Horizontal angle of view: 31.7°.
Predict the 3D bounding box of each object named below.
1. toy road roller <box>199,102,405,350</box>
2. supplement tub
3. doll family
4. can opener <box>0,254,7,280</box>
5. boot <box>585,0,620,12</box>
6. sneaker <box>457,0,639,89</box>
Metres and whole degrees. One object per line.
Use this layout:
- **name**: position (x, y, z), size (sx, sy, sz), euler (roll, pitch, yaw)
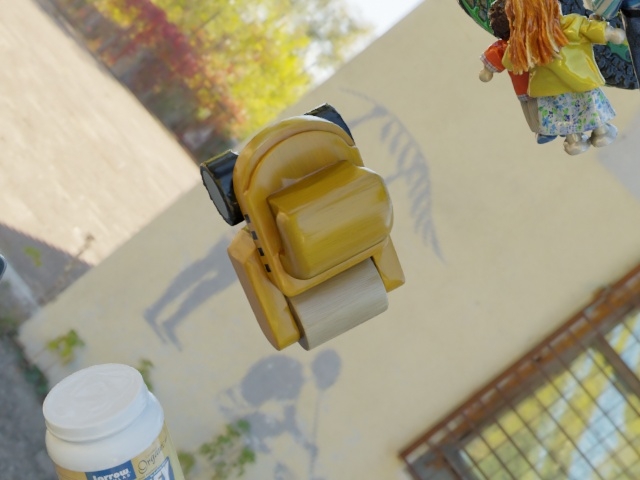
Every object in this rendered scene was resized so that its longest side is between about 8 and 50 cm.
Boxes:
- **toy road roller**: position (0.000, 0.000, 1.452), size (0.240, 0.202, 0.330), euler (37, -29, 62)
- **supplement tub**: position (-0.250, 0.266, 1.374), size (0.144, 0.144, 0.200), euler (-126, -160, -58)
- **doll family**: position (0.247, -0.172, 0.933), size (0.163, 0.263, 0.118), euler (63, 24, -20)
- **can opener**: position (-0.446, 0.142, 1.348), size (0.074, 0.280, 0.093), euler (-4, -29, 33)
- **boot**: position (0.575, -0.266, 1.784), size (0.445, 0.146, 0.367), euler (64, 16, 14)
- **sneaker**: position (0.333, -0.308, 1.675), size (0.343, 0.134, 0.146), euler (25, -9, -22)
